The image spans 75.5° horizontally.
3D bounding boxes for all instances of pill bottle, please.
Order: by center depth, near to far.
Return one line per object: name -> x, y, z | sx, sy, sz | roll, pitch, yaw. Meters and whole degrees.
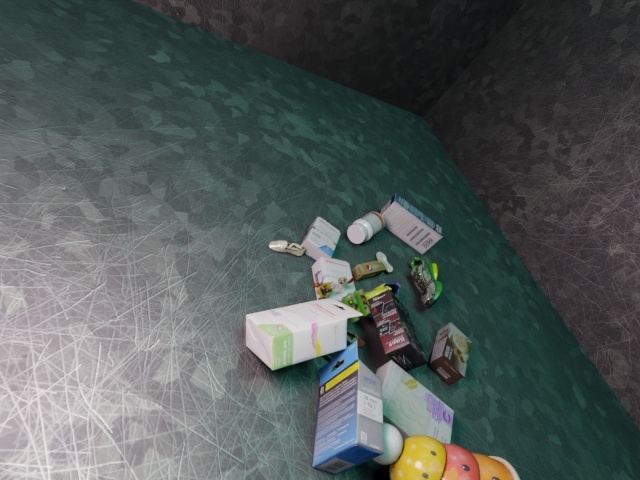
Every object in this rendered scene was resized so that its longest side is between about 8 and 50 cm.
pill bottle -> 0.234, -0.065, 2.137 | 0.121, 0.121, 0.221 | 48, 38, 9

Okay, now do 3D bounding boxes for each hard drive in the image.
hard drive -> 0.045, 0.418, 1.577 | 0.135, 0.022, 0.094 | 39, 37, -3

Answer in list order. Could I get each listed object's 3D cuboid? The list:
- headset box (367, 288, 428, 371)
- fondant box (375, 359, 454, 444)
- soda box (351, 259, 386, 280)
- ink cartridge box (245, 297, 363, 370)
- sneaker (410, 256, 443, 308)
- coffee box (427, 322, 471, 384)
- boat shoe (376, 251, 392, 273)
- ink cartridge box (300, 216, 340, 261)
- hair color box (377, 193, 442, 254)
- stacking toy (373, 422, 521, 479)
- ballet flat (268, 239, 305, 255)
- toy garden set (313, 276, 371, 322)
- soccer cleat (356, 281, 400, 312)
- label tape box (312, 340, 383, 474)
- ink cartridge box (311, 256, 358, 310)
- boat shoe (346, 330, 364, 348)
headset box -> 0.320, 0.381, 1.694 | 0.218, 0.110, 0.293 | 46, 20, -43
fondant box -> 0.335, 0.647, 1.548 | 0.330, 0.096, 0.238 | 40, 37, -3
soda box -> 0.231, 0.142, 1.979 | 0.181, 0.061, 0.058 | -7, 58, -45
ink cartridge box -> -0.051, 0.303, 1.403 | 0.354, 0.119, 0.207 | -7, 15, -33
sneaker -> 0.528, 0.217, 2.134 | 0.146, 0.134, 0.343 | 24, 31, -11
coffee box -> 0.596, 0.516, 1.902 | 0.141, 0.098, 0.246 | 43, 37, 2
boat shoe -> 0.327, 0.114, 2.112 | 0.046, 0.038, 0.125 | -32, 66, -9
ink cartridge box -> 0.000, 0.000, 1.900 | 0.140, 0.082, 0.190 | 35, 36, -9
hair color box -> 0.508, -0.093, 2.362 | 0.347, 0.174, 0.105 | 36, 36, -9
stacking toy -> 0.333, 0.735, 1.278 | 0.480, 0.350, 0.350 | 34, 38, -2
ballet flat -> -0.141, 0.024, 1.777 | 0.168, 0.052, 0.057 | 14, 45, -31
toy garden set -> 0.089, 0.236, 1.633 | 0.244, 0.049, 0.203 | -21, 91, -36
soccer cleat -> 0.254, 0.246, 1.848 | 0.289, 0.121, 0.093 | -15, 64, -47
label tape box -> 0.089, 0.530, 1.325 | 0.106, 0.240, 0.333 | 27, 40, -18
ink cartridge box -> 0.060, 0.187, 1.761 | 0.154, 0.093, 0.212 | 15, 47, -31
boat shoe -> 0.124, 0.391, 1.657 | 0.137, 0.043, 0.049 | 30, 37, -18
